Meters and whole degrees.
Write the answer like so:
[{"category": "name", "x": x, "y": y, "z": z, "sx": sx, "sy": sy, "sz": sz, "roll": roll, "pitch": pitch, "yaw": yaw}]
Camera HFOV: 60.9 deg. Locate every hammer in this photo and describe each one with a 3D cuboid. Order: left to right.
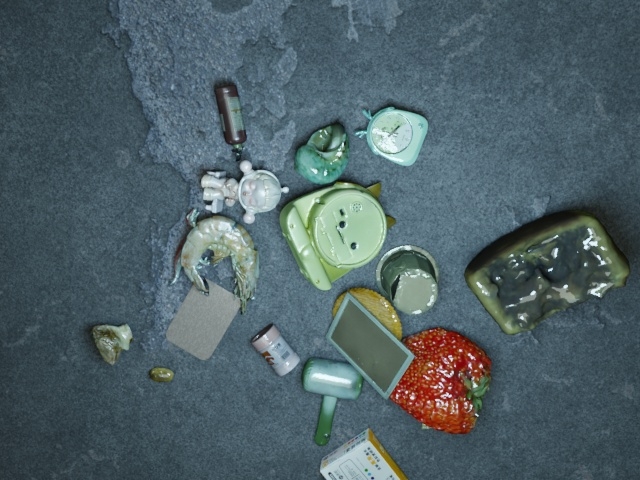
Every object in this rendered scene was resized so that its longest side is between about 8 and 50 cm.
[{"category": "hammer", "x": 0.024, "y": 0.562, "z": 1.849, "sx": 0.207, "sy": 0.119, "sz": 0.335, "roll": 10, "pitch": 108, "yaw": 3}]

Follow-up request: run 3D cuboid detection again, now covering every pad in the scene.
[{"category": "pad", "x": -0.401, "y": 0.269, "z": 1.858, "sx": 0.176, "sy": 0.002, "sz": 0.266, "roll": 31, "pitch": 101, "yaw": -3}]

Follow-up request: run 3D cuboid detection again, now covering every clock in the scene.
[{"category": "clock", "x": 0.071, "y": -0.038, "z": 1.678, "sx": 0.348, "sy": 0.117, "sz": 0.286, "roll": -29, "pitch": 107, "yaw": -11}, {"category": "clock", "x": 0.215, "y": -0.333, "z": 1.678, "sx": 0.211, "sy": 0.066, "sz": 0.159, "roll": 21, "pitch": 101, "yaw": -1}]

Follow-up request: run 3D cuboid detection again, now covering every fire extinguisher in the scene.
[{"category": "fire extinguisher", "x": -0.275, "y": -0.359, "z": 1.680, "sx": 0.071, "sy": 0.099, "sz": 0.231, "roll": -8, "pitch": 99, "yaw": 9}]

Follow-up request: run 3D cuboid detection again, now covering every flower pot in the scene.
[{"category": "flower pot", "x": 0.276, "y": 0.130, "z": 1.702, "sx": 0.212, "sy": 0.202, "sz": 0.212, "roll": 1, "pitch": 99, "yaw": 6}]

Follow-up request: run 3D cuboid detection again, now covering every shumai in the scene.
[{"category": "shumai", "x": -0.691, "y": 0.331, "z": 1.832, "sx": 0.116, "sy": 0.145, "sz": 0.145, "roll": -25, "pitch": 99, "yaw": -12}]

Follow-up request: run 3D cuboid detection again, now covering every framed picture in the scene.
[{"category": "framed picture", "x": 0.151, "y": 0.332, "z": 1.721, "sx": 0.293, "sy": 0.018, "sz": 0.231, "roll": 44, "pitch": 132, "yaw": 26}]

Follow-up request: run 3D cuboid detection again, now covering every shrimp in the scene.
[{"category": "shrimp", "x": -0.312, "y": 0.092, "z": 1.754, "sx": 0.247, "sy": 0.085, "sz": 0.360, "roll": -16, "pitch": 111, "yaw": -2}]

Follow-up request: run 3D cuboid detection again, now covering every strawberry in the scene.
[{"category": "strawberry", "x": 0.363, "y": 0.438, "z": 1.750, "sx": 0.351, "sy": 0.267, "sz": 0.312, "roll": 9, "pitch": 74, "yaw": 30}]

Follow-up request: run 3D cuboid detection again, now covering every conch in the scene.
[{"category": "conch", "x": 0.003, "y": -0.258, "z": 1.677, "sx": 0.188, "sy": 0.122, "sz": 0.175, "roll": -15, "pitch": 79, "yaw": 4}]

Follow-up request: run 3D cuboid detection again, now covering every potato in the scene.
[{"category": "potato", "x": -0.550, "y": 0.465, "z": 1.885, "sx": 0.083, "sy": 0.040, "sz": 0.051, "roll": 6, "pitch": 106, "yaw": 3}]

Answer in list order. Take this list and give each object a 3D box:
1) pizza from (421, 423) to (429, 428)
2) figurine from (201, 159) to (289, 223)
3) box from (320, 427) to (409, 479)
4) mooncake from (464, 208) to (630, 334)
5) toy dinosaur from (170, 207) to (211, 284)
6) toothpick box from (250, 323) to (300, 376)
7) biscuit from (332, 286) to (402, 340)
[{"category": "pizza", "x": 0.393, "y": 0.624, "z": 1.878, "sx": 0.123, "sy": 0.026, "sz": 0.108, "roll": 41, "pitch": 102, "yaw": -6}, {"category": "figurine", "x": -0.232, "y": -0.147, "z": 1.710, "sx": 0.257, "sy": 0.144, "sz": 0.181, "roll": 6, "pitch": 81, "yaw": 4}, {"category": "box", "x": 0.163, "y": 0.825, "z": 1.895, "sx": 0.221, "sy": 0.091, "sz": 0.274, "roll": -38, "pitch": 96, "yaw": 10}, {"category": "mooncake", "x": 0.650, "y": 0.088, "z": 1.573, "sx": 0.393, "sy": 0.394, "sz": 0.246, "roll": -41, "pitch": 102, "yaw": -31}, {"category": "toy dinosaur", "x": -0.438, "y": 0.034, "z": 1.789, "sx": 0.242, "sy": 0.053, "sz": 0.167, "roll": -43, "pitch": 95, "yaw": 10}, {"category": "toothpick box", "x": -0.149, "y": 0.365, "z": 1.816, "sx": 0.098, "sy": 0.098, "sz": 0.149, "roll": -37, "pitch": 98, "yaw": 9}, {"category": "biscuit", "x": 0.151, "y": 0.262, "z": 1.754, "sx": 0.254, "sy": 0.035, "sz": 0.253, "roll": 18, "pitch": 123, "yaw": 30}]
